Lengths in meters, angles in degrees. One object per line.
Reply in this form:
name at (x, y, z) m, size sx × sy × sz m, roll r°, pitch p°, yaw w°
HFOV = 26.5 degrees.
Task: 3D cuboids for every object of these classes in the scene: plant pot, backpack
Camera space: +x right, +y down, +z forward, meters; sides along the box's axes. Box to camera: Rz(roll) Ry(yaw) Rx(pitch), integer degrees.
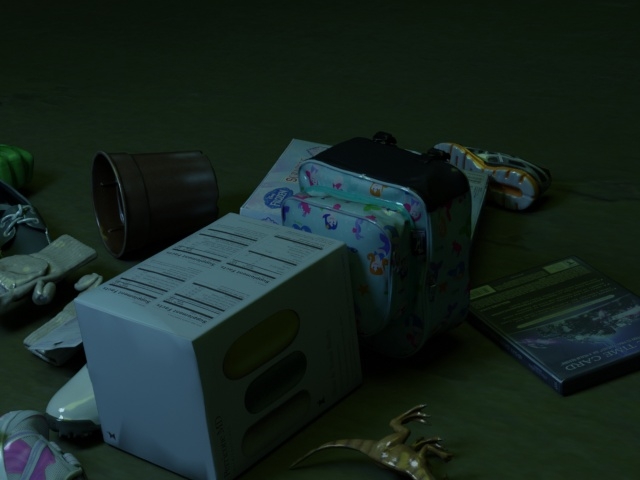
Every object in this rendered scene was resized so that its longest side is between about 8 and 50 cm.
plant pot at (-0.256, -0.070, 2.121) m, size 0.165 × 0.167 × 0.167 m, roll -11°, pitch 24°, yaw -25°
backpack at (0.075, 0.021, 1.702) m, size 0.225 × 0.254 × 0.191 m, roll 19°, pitch 40°, yaw 39°

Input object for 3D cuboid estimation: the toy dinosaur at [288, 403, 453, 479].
toy dinosaur at (0.074, 0.228, 1.476) m, size 0.211 × 0.064 × 0.112 m, roll 15°, pitch 34°, yaw 41°

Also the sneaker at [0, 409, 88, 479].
sneaker at (-0.301, 0.272, 1.466) m, size 0.111 × 0.103 × 0.252 m, roll -5°, pitch 30°, yaw -5°

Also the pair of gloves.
pair of gloves at (-0.367, 0.071, 1.914) m, size 0.204 × 0.042 × 0.240 m, roll -28°, pitch 44°, yaw -36°

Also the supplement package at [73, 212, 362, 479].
supplement package at (-0.113, 0.121, 1.598) m, size 0.198 × 0.199 × 0.262 m, roll 14°, pitch 33°, yaw 38°

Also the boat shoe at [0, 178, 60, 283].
boat shoe at (-0.485, -0.012, 2.119) m, size 0.116 × 0.099 × 0.319 m, roll -15°, pitch 26°, yaw -22°

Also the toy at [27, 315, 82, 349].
toy at (-0.256, 0.099, 1.804) m, size 0.237 × 0.056 × 0.137 m, roll -38°, pitch 17°, yaw -34°

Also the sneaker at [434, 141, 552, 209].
sneaker at (0.267, -0.105, 2.132) m, size 0.215 × 0.084 × 0.083 m, roll 26°, pitch 37°, yaw 37°

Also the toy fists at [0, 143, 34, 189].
toy fists at (-0.624, -0.087, 2.337) m, size 0.279 × 0.096 × 0.142 m, roll -27°, pitch 21°, yaw -32°

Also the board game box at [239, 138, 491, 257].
board game box at (0.073, -0.046, 1.968) m, size 0.317 × 0.066 × 0.319 m, roll 11°, pitch 23°, yaw 9°

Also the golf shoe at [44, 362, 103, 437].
golf shoe at (-0.248, 0.144, 1.691) m, size 0.105 × 0.120 × 0.273 m, roll 12°, pitch 33°, yaw 34°

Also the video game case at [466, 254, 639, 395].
video game case at (0.316, 0.101, 1.728) m, size 0.196 × 0.026 × 0.274 m, roll -16°, pitch 27°, yaw -18°
